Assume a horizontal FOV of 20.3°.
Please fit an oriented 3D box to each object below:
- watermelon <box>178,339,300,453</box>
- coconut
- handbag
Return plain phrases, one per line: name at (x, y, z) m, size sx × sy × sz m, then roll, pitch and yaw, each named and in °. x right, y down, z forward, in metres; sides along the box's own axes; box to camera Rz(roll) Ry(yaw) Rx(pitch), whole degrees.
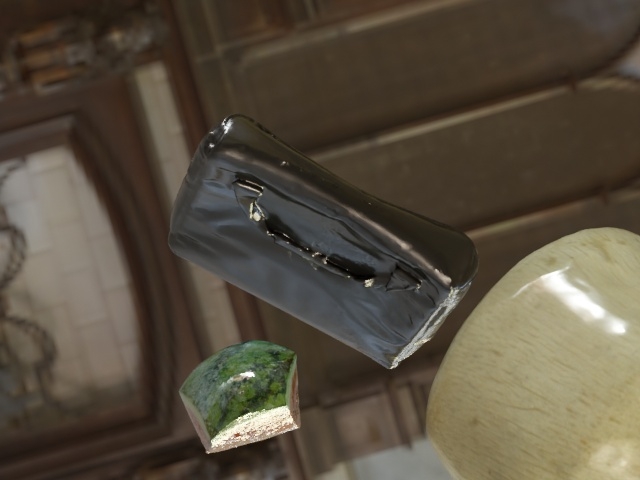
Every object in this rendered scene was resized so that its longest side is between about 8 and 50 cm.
watermelon at (-0.059, 0.114, 1.295) m, size 0.092 × 0.084 × 0.072 m, roll -109°, pitch -162°, yaw -52°
coconut at (0.165, 0.098, 1.027) m, size 0.224 × 0.224 × 0.224 m, roll 164°, pitch -90°, yaw -89°
handbag at (0.000, 0.000, 1.655) m, size 0.088 × 0.275 × 0.244 m, roll -60°, pitch 180°, yaw -25°
